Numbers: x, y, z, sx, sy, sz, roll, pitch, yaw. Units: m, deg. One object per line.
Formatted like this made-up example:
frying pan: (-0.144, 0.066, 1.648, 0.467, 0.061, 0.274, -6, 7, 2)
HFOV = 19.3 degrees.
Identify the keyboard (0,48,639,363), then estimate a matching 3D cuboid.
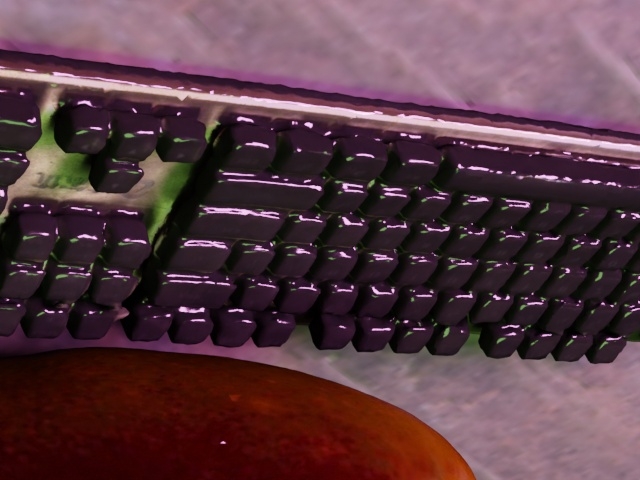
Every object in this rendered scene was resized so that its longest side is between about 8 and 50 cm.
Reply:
keyboard: (0.000, 0.000, 0.543, 0.317, 0.027, 0.106, 4, 140, -29)

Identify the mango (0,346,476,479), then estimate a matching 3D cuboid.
mango: (-0.088, 0.087, 0.541, 0.267, 0.133, 0.111, -1, 118, 1)
